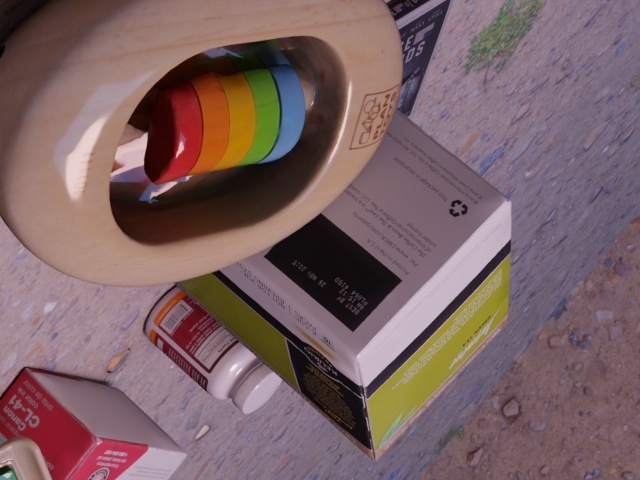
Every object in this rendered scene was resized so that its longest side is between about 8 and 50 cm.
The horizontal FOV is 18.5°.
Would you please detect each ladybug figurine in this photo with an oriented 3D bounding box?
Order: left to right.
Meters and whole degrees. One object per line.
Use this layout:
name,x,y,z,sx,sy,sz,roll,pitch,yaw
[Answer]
ladybug figurine,-0.114,-0.121,1.677,0.449,0.162,0.305,-10,125,-45

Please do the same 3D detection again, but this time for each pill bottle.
pill bottle,-0.117,0.123,2.205,0.086,0.152,0.086,-42,159,-20

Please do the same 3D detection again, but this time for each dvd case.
dvd case,0.064,-0.178,2.229,0.179,0.029,0.238,-35,156,-37

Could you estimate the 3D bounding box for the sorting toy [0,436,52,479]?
sorting toy,-0.343,0.309,1.955,0.196,0.047,0.347,-26,126,-14

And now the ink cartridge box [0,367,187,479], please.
ink cartridge box,-0.319,0.300,2.128,0.306,0.131,0.226,-50,159,6

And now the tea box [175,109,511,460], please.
tea box,0.000,0.000,1.969,0.220,0.329,0.323,-45,161,-15
